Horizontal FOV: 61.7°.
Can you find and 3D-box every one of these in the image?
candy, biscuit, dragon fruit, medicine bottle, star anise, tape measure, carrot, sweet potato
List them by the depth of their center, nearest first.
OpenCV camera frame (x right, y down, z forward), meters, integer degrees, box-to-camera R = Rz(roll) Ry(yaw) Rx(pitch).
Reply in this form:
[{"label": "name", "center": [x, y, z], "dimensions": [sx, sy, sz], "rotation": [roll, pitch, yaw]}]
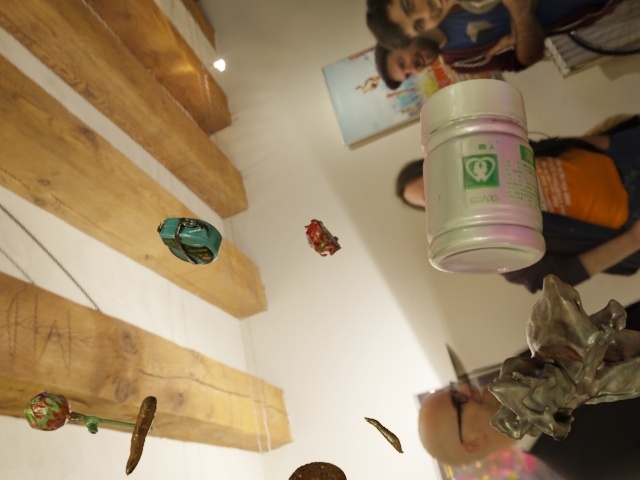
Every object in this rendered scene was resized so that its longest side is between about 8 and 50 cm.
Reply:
[{"label": "star anise", "center": [0.281, 0.152, 0.604], "dimensions": [0.257, 0.199, 0.110], "rotation": [29, -173, -41]}, {"label": "medicine bottle", "center": [0.302, -0.113, 1.024], "dimensions": [0.212, 0.211, 0.326], "rotation": [45, -138, -62]}, {"label": "carrot", "center": [-0.367, 0.394, 1.093], "dimensions": [0.165, 0.035, 0.036], "rotation": [-83, -29, -42]}, {"label": "candy", "center": [-0.509, 0.399, 1.199], "dimensions": [0.287, 0.078, 0.084], "rotation": [26, 180, -37]}, {"label": "sweet potato", "center": [0.147, 0.434, 1.209], "dimensions": [0.115, 0.026, 0.026], "rotation": [40, -176, 19]}, {"label": "tape measure", "center": [-0.300, 0.003, 1.270], "dimensions": [0.146, 0.125, 0.081], "rotation": [72, -158, -52]}, {"label": "dragon fruit", "center": [-0.002, -0.002, 1.406], "dimensions": [0.112, 0.068, 0.126], "rotation": [48, -172, -9]}, {"label": "biscuit", "center": [-0.010, 0.739, 1.637], "dimensions": [0.188, 0.187, 0.027], "rotation": [-66, -29, -73]}]
